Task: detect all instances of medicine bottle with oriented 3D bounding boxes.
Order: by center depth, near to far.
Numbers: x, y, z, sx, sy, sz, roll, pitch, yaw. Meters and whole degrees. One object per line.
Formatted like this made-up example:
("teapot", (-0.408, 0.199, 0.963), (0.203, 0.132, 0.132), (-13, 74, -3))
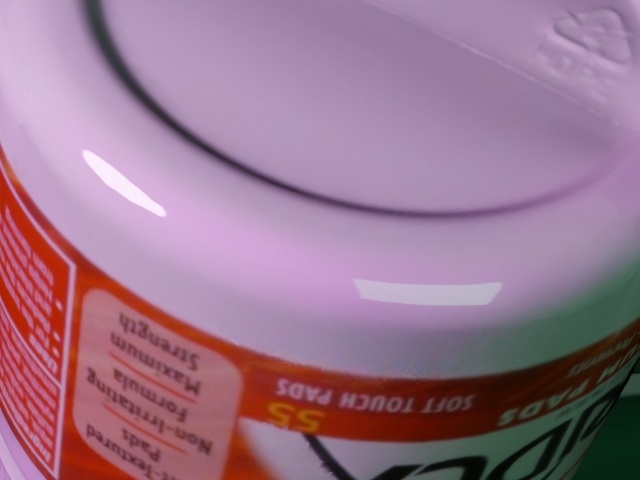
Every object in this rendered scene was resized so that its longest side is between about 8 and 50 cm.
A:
("medicine bottle", (0.000, 0.000, 0.547), (0.252, 0.252, 0.241), (-12, 142, -23))
